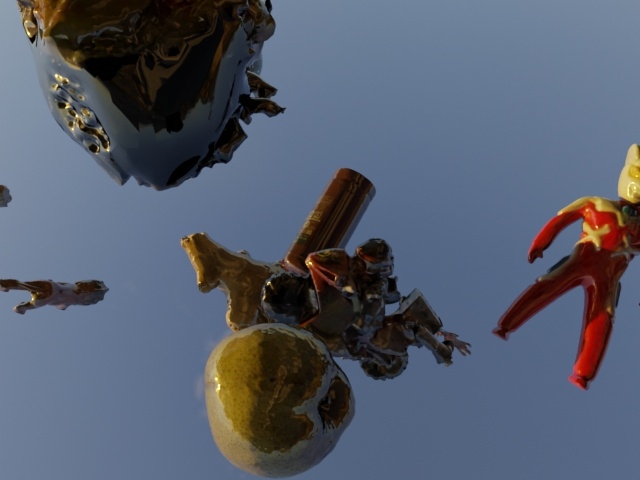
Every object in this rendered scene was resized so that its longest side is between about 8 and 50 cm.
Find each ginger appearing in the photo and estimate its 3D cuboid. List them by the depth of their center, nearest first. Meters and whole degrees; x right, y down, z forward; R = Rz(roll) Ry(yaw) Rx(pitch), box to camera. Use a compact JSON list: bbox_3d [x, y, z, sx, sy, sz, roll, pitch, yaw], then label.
[{"bbox_3d":[-0.219,0.135,1.346,0.375,0.166,0.237,20,-102,-11],"label":"ginger"}]

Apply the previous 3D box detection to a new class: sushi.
[{"bbox_3d":[-0.148,-0.183,0.434,0.213,0.204,0.200,26,-127,30],"label":"sushi"}]

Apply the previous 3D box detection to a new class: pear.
[{"bbox_3d":[-0.045,0.170,0.544,0.136,0.167,0.167,2,-132,32],"label":"pear"}]

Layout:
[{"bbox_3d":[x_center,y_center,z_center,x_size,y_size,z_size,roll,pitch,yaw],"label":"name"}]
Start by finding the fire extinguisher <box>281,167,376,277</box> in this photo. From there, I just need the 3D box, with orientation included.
[{"bbox_3d":[0.000,0.000,1.157,0.114,0.135,0.338,34,-107,-11],"label":"fire extinguisher"}]

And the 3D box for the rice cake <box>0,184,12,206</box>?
[{"bbox_3d":[-0.714,-0.083,0.971,0.206,0.047,0.036,-4,-146,-7],"label":"rice cake"}]

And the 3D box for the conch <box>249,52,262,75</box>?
[{"bbox_3d":[-0.169,-0.335,0.848,0.187,0.182,0.124,-8,-167,40],"label":"conch"}]

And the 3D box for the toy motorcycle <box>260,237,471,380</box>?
[{"bbox_3d":[0.110,0.128,0.817,0.400,0.207,0.134,35,-166,-16],"label":"toy motorcycle"}]

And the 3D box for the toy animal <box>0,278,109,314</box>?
[{"bbox_3d":[-0.716,0.141,1.364,0.157,0.312,0.098,-12,-99,13],"label":"toy animal"}]

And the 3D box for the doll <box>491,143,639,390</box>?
[{"bbox_3d":[0.420,0.019,0.743,0.188,0.099,0.384,30,-95,21],"label":"doll"}]
